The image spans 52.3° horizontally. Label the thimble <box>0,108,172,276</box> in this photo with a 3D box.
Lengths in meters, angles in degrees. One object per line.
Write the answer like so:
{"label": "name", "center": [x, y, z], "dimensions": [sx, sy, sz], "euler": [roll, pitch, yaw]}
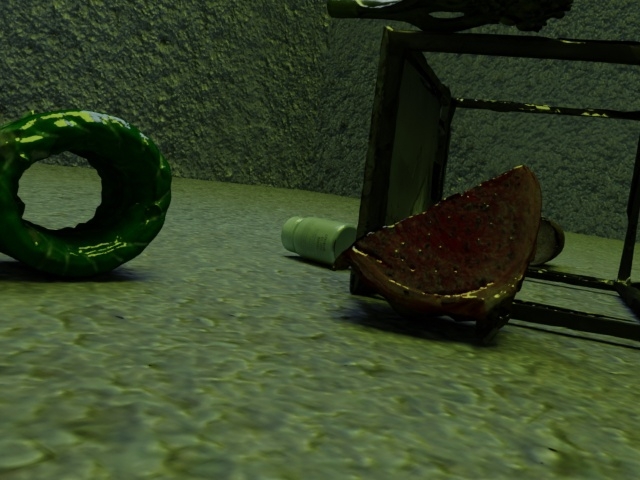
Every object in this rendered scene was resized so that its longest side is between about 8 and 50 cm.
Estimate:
{"label": "thimble", "center": [-0.180, -0.035, 0.462], "dimensions": [0.130, 0.118, 0.090], "euler": [27, -12, -41]}

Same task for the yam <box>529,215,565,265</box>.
{"label": "yam", "center": [0.331, 0.001, 1.006], "dimensions": [0.084, 0.084, 0.127], "euler": [11, 2, 26]}

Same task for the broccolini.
{"label": "broccolini", "center": [0.101, -0.186, 0.522], "dimensions": [0.203, 0.068, 0.091], "euler": [0, 29, 39]}

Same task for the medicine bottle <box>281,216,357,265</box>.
{"label": "medicine bottle", "center": [0.000, 0.000, 0.695], "dimensions": [0.047, 0.047, 0.083], "euler": [2, 7, -45]}

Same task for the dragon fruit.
{"label": "dragon fruit", "center": [0.094, 0.023, 0.452], "dimensions": [0.147, 0.096, 0.102], "euler": [-26, -6, 10]}

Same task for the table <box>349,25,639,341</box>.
{"label": "table", "center": [0.214, -0.051, 0.637], "dimensions": [0.272, 0.222, 0.335], "euler": [8, 6, 17]}
